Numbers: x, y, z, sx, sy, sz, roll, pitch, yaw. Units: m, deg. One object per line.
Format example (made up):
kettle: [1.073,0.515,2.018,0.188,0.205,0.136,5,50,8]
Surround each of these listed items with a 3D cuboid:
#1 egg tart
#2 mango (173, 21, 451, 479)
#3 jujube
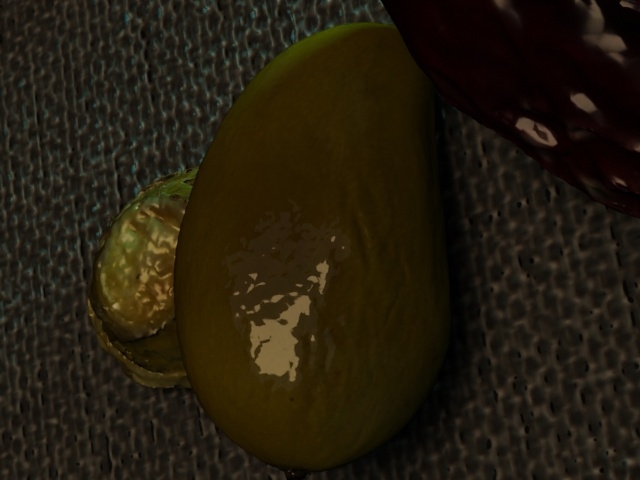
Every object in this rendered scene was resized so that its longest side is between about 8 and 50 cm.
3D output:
egg tart: [-0.113,0.025,1.236,0.191,0.074,0.191,-9,72,30]
mango: [-0.008,0.003,1.125,0.195,0.142,0.332,-6,67,8]
jujube: [0.183,-0.159,0.977,0.376,0.258,0.258,32,97,33]
